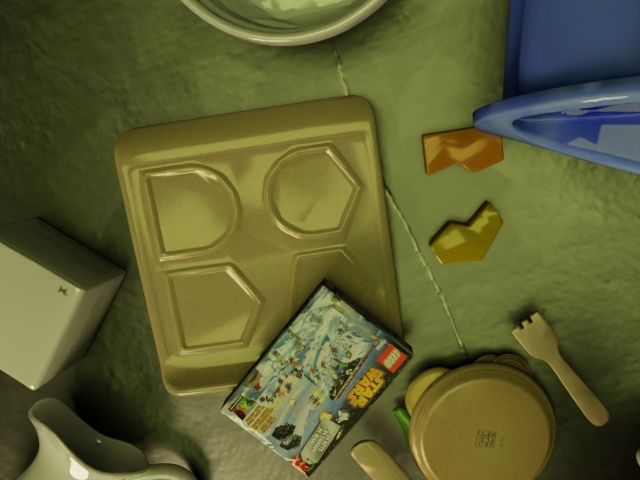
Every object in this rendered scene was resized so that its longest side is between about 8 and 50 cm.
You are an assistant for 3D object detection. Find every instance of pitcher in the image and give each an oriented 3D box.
[{"bbox_3d":[-0.219,0.270,0.655,0.177,0.125,0.207,27,91,-12],"label":"pitcher"}]

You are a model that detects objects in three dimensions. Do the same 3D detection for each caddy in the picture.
[{"bbox_3d":[0.266,-0.120,0.455,0.341,0.241,0.179,-2,92,9],"label":"caddy"}]

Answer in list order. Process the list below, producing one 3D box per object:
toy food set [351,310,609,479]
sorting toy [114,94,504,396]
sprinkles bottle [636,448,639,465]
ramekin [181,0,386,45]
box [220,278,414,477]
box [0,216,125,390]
[{"bbox_3d":[0.133,0.155,0.623,0.192,0.038,0.132,-37,99,7],"label":"toy food set"},{"bbox_3d":[0.000,0.000,0.617,0.307,0.041,0.229,-8,101,3],"label":"sorting toy"},{"bbox_3d":[0.415,0.121,0.529,0.355,0.121,0.121,-34,93,11],"label":"sprinkles bottle"},{"bbox_3d":[-0.019,-0.244,0.542,0.207,0.109,0.207,1,98,8],"label":"ramekin"},{"bbox_3d":[-0.003,0.112,0.603,0.094,0.027,0.137,39,100,-5],"label":"box"},{"bbox_3d":[-0.244,0.051,0.632,0.101,0.087,0.101,30,102,3],"label":"box"}]
